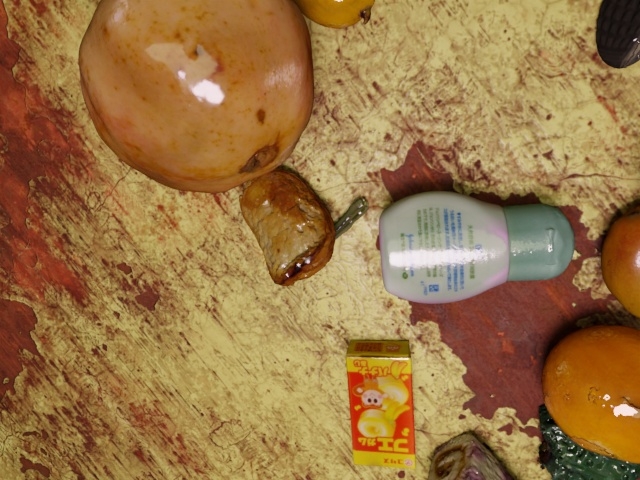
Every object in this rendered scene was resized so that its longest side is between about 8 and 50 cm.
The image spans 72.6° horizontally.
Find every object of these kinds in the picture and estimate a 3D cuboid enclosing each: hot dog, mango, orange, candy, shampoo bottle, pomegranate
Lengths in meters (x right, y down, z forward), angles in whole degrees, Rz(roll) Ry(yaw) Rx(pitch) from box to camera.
[{"bbox_3d":[-0.069,-0.033,0.922,0.175,0.114,0.259,-38,62,22],"label":"hot dog"},{"bbox_3d":[0.000,-0.529,0.811,0.176,0.119,0.317,-29,86,19],"label":"mango"},{"bbox_3d":[0.542,0.278,0.800,0.246,0.246,0.246,3,102,12],"label":"orange"},{"bbox_3d":[0.139,0.367,0.983,0.146,0.088,0.276,-4,101,12],"label":"candy"},{"bbox_3d":[0.598,0.043,0.796,0.151,0.120,0.221,3,104,10],"label":"mango"},{"bbox_3d":[0.294,0.009,0.840,0.350,0.151,0.221,-4,95,14],"label":"shampoo bottle"},{"bbox_3d":[-0.207,-0.293,0.764,0.411,0.411,0.411,3,102,12],"label":"pomegranate"}]

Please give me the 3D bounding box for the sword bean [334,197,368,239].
[{"bbox_3d":[0.001,0.000,0.961,0.269,0.038,0.043,-39,117,17],"label":"sword bean"}]

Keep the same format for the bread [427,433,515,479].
[{"bbox_3d":[0.383,0.602,0.928,0.155,0.187,0.338,-39,91,24],"label":"bread"}]

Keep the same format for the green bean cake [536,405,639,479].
[{"bbox_3d":[0.528,0.480,0.914,0.193,0.107,0.208,20,107,6],"label":"green bean cake"}]

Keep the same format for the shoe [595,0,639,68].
[{"bbox_3d":[0.602,-0.438,0.702,0.171,0.132,0.336,12,117,-14],"label":"shoe"}]
